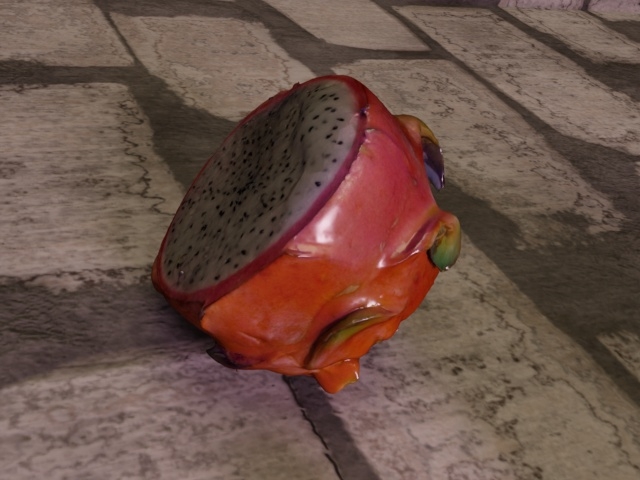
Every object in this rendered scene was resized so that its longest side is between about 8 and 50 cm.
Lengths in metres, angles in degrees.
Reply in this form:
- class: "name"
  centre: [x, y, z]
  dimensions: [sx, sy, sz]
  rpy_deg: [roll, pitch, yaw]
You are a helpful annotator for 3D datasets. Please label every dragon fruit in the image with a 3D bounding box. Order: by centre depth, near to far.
- class: "dragon fruit"
  centre: [0.000, 0.000, 0.719]
  dimensions: [0.189, 0.290, 0.291]
  rpy_deg: [38, 23, -28]
